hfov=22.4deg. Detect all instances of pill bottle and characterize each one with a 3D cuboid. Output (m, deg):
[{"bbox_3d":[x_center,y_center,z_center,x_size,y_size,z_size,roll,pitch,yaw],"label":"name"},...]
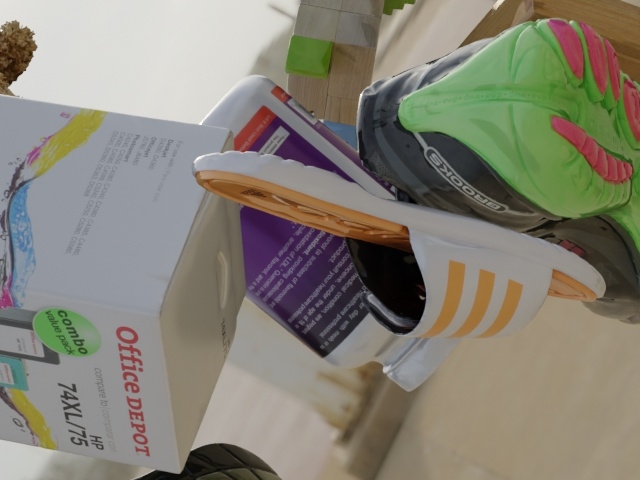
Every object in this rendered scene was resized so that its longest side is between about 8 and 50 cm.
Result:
[{"bbox_3d":[0.000,0.000,1.581,0.181,0.323,0.181,-50,3,3],"label":"pill bottle"}]

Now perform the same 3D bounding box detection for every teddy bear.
[{"bbox_3d":[-0.472,-0.182,2.112,0.245,0.113,0.338,-39,38,22],"label":"teddy bear"}]

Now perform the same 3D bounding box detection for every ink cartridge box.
[{"bbox_3d":[-0.213,0.026,1.251,0.198,0.270,0.197,88,-165,-46],"label":"ink cartridge box"}]

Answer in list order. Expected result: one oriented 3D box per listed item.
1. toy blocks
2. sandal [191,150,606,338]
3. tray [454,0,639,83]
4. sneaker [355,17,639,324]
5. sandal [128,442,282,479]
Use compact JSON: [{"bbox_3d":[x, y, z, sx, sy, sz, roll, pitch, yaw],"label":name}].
[{"bbox_3d":[0.024,-0.265,1.980,0.261,0.190,0.381,99,180,-55],"label":"toy blocks"},{"bbox_3d":[0.040,0.017,0.961,0.102,0.265,0.076,172,113,-70],"label":"sandal"},{"bbox_3d":[0.358,-0.163,1.854,0.203,0.410,0.076,-49,34,46],"label":"tray"},{"bbox_3d":[0.171,-0.049,1.290,0.483,0.202,0.185,37,-127,-59],"label":"sneaker"},{"bbox_3d":[-0.155,0.303,1.769,0.302,0.120,0.086,-9,-37,-41],"label":"sandal"}]
